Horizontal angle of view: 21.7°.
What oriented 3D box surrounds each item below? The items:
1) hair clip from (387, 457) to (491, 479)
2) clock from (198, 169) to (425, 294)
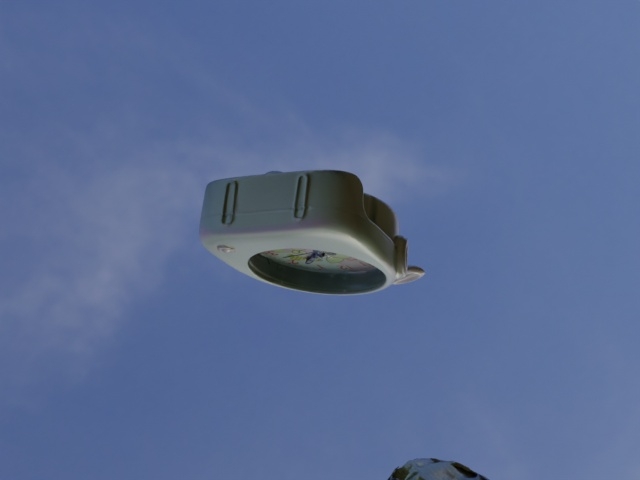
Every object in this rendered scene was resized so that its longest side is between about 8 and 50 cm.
[{"bbox_3d":[0.178,0.236,0.982,0.138,0.321,0.091,-4,-63,-65],"label":"hair clip"},{"bbox_3d":[0.000,0.000,1.416,0.191,0.151,0.062,35,-123,-54],"label":"clock"}]
